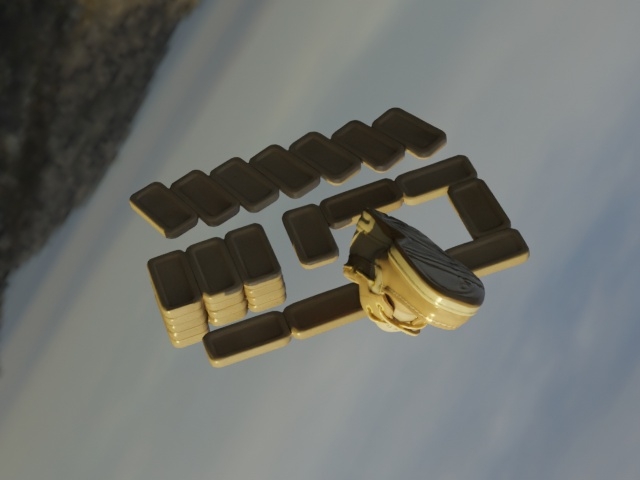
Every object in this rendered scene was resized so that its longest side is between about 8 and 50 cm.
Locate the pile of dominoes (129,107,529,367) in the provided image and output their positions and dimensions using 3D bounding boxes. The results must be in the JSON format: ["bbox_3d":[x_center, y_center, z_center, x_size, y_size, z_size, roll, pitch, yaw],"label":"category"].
[{"bbox_3d":[0.000,0.000,1.184,0.196,0.251,0.040,-116,-169,-45],"label":"pile of dominoes"}]

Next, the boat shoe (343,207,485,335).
[{"bbox_3d":[0.054,0.030,1.024,0.059,0.063,0.170,-65,-164,9],"label":"boat shoe"}]
